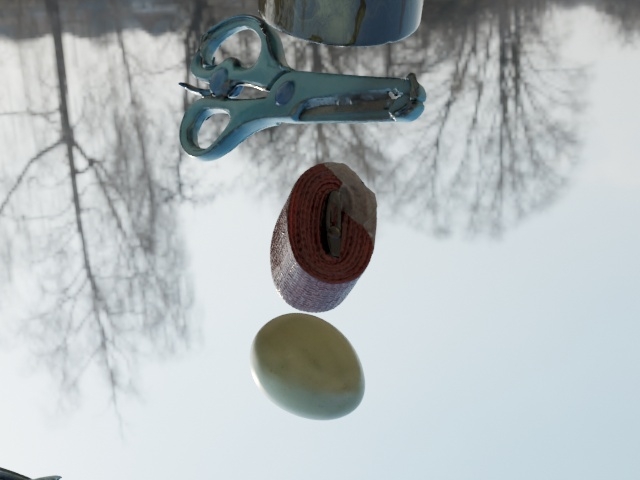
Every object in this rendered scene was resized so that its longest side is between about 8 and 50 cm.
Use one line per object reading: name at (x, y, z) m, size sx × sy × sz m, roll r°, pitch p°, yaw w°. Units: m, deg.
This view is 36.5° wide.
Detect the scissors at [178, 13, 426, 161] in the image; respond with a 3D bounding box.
scissors at (-0.032, -0.160, 1.038) m, size 0.032 × 0.180 × 0.393 m, roll 20°, pitch 174°, yaw -42°

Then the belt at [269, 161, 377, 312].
belt at (0.000, 0.000, 1.336) m, size 0.128 × 0.124 × 0.201 m, roll 14°, pitch -125°, yaw -12°

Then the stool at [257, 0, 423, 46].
stool at (0.030, -0.349, 0.970) m, size 0.179 × 0.264 × 0.179 m, roll 4°, pitch -145°, yaw -3°

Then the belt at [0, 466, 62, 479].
belt at (-0.262, 0.271, 0.864) m, size 0.206 × 0.116 × 0.267 m, roll 27°, pitch 170°, yaw -7°

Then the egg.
egg at (-0.023, 0.244, 1.859) m, size 0.254 × 0.188 × 0.188 m, roll 35°, pitch -145°, yaw 31°
